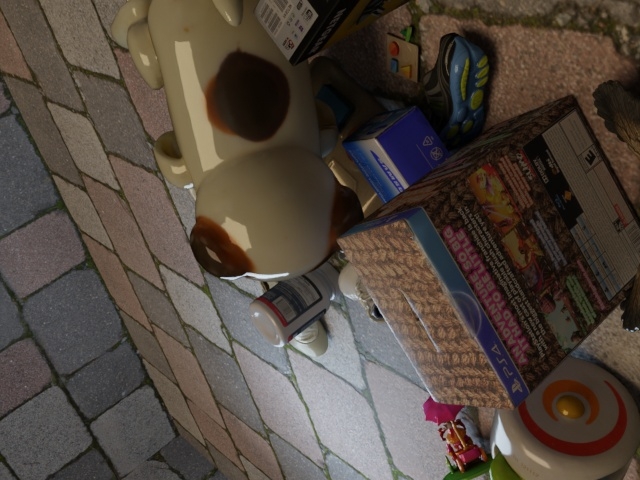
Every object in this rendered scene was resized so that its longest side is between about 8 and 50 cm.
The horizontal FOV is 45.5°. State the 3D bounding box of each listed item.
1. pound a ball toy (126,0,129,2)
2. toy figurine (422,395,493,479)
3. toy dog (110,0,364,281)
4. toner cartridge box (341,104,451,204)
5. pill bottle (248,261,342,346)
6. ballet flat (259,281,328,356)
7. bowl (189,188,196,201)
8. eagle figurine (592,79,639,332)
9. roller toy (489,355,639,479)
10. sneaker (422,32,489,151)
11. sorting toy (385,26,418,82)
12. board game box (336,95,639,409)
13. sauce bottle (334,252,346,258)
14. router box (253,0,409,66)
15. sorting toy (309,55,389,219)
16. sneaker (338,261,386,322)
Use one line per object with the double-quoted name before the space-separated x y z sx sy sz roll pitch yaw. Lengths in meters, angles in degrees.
"pound a ball toy" -0.227 -0.485 1.194 0.136 0.208 0.319 -137 32 -74
"toy figurine" 0.254 0.355 1.439 0.173 0.130 0.159 73 172 -81
"toy dog" -0.080 -0.148 1.019 0.395 0.285 0.407 167 89 -70
"toner cartridge box" 0.174 -0.019 1.053 0.347 0.075 0.165 53 172 -12
"pill bottle" -0.044 0.121 1.531 0.108 0.180 0.108 39 149 29
"ballet flat" -0.062 0.161 1.699 0.248 0.086 0.086 57 153 -7
"bowl" -0.137 -0.126 1.449 0.298 0.134 0.297 38 148 29
"eagle figurine" 0.365 -0.038 0.700 0.225 0.226 0.298 44 154 -26
"roller toy" 0.342 0.264 1.075 0.191 0.209 0.146 6 137 10
"sneaker" 0.170 -0.186 0.987 0.188 0.067 0.078 90 158 -51
"sorting toy" 0.109 -0.259 1.039 0.062 0.012 0.083 35 147 34
"board game box" 0.210 0.012 0.882 0.232 0.291 0.141 59 152 -8
"sauce bottle" 0.000 0.000 1.476 0.128 0.042 0.042 29 144 42
"router box" 0.088 -0.322 0.751 0.081 0.243 0.309 54 153 1
"sorting toy" -0.003 -0.103 1.207 0.229 0.041 0.307 44 120 16
"sneaker" 0.107 0.079 1.301 0.111 0.129 0.297 59 154 -13
